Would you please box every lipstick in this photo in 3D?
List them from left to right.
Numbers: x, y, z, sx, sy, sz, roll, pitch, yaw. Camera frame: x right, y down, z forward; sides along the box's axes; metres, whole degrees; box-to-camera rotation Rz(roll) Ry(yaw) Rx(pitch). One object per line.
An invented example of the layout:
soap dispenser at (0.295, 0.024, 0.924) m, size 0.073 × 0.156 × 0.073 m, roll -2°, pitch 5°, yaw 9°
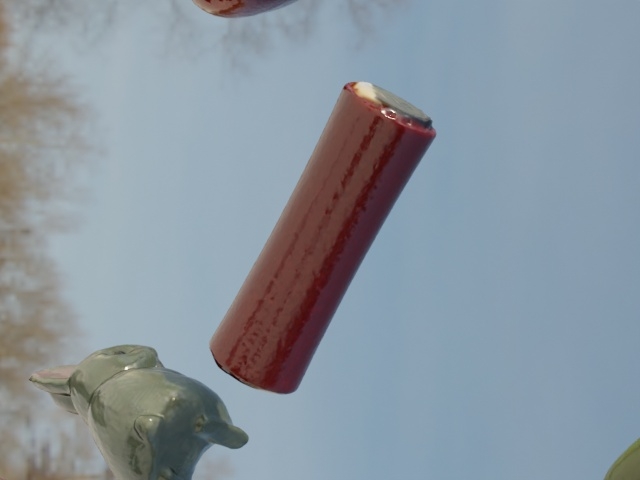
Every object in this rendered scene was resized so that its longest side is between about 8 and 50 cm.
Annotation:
lipstick at (0.000, 0.000, 1.143) m, size 0.241 × 0.080 × 0.080 m, roll -62°, pitch -153°, yaw 14°

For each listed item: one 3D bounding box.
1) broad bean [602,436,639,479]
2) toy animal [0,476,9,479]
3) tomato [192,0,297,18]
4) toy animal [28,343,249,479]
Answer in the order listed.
broad bean at (0.212, 0.108, 0.848) m, size 0.325 × 0.075 × 0.067 m, roll -67°, pitch 169°, yaw 21°
toy animal at (-0.139, 0.193, 1.006) m, size 0.224 × 0.230 × 0.066 m, roll 92°, pitch 14°, yaw -67°
tomato at (-0.031, -0.264, 1.305) m, size 0.082 × 0.174 × 0.166 m, roll 38°, pitch -40°, yaw 38°
toy animal at (-0.166, 0.135, 1.320) m, size 0.108 × 0.138 × 0.236 m, roll -48°, pitch -134°, yaw -7°
